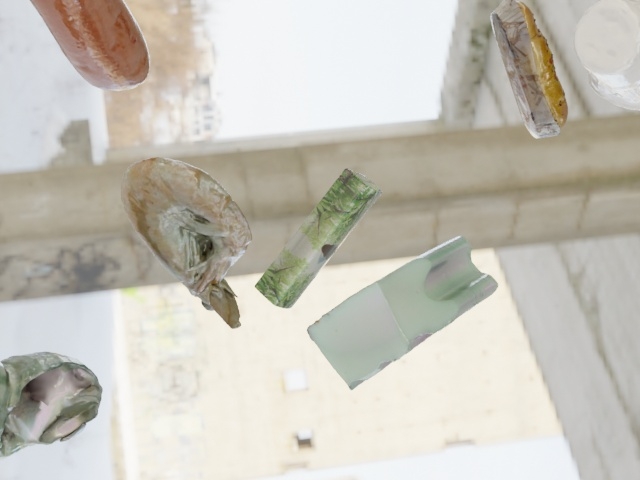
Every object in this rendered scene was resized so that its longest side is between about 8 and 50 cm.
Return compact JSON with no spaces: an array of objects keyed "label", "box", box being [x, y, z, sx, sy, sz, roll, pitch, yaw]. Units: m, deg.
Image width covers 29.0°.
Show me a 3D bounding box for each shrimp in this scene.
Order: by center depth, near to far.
[{"label":"shrimp","box":[-0.157,0.005,1.665,0.317,0.168,0.077,60,41,-40]}]

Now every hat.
[{"label":"hat","box":[0.476,-0.313,1.960,0.203,0.126,0.203,-4,-97,39]}]

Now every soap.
[{"label":"soap","box":[0.095,0.078,1.413,0.091,0.145,0.230,56,26,7]}]

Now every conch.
[{"label":"conch","box":[-0.453,0.229,1.707,0.220,0.277,0.195,-48,-149,22]}]

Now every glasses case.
[{"label":"glasses case","box":[0.000,0.000,2.213,0.062,0.272,0.095,42,11,23]}]

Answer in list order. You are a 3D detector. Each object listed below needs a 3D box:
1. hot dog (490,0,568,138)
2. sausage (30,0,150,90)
[{"label":"hot dog","box":[0.348,-0.285,2.058,0.131,0.069,0.252,-123,-171,-72]},{"label":"sausage","box":[-0.308,-0.292,1.658,0.259,0.114,0.113,65,12,-60]}]
